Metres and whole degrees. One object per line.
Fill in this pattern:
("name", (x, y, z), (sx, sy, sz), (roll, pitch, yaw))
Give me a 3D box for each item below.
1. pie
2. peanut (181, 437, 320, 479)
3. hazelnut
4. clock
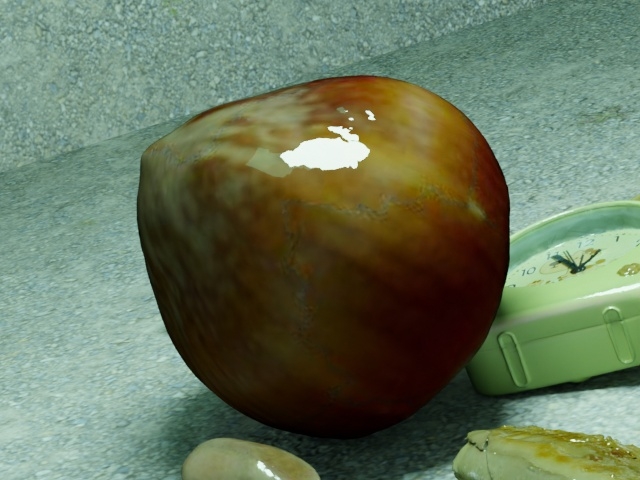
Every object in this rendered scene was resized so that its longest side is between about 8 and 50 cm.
("pie", (0.215, 0.199, 1.582), (0.128, 0.068, 0.282), (-7, 6, -26))
("peanut", (-0.063, 0.216, 1.749), (0.152, 0.076, 0.076), (-2, 18, 41))
("hazelnut", (0.000, 0.000, 1.893), (0.359, 0.359, 0.409), (-20, 9, -27))
("clock", (0.271, 0.040, 2.001), (0.235, 0.096, 0.308), (-16, 19, 21))
